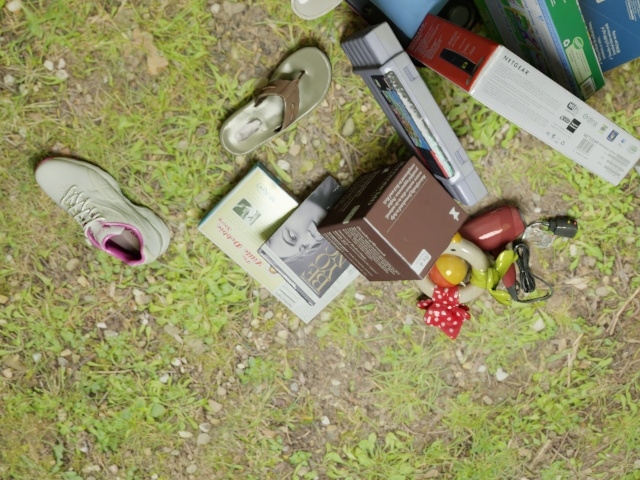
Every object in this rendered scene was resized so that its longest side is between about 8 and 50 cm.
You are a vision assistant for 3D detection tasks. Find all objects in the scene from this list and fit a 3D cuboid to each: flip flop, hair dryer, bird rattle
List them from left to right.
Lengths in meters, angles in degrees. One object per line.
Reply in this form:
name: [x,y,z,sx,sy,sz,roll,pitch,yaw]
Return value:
flip flop: [-0.089,-0.264,1.215,0.277,0.080,0.112,-37,107,12]
bird rattle: [0.283,0.077,1.304,0.207,0.143,0.253,44,137,-12]
hair dryer: [0.392,0.032,1.332,0.294,0.080,0.223,14,112,-4]

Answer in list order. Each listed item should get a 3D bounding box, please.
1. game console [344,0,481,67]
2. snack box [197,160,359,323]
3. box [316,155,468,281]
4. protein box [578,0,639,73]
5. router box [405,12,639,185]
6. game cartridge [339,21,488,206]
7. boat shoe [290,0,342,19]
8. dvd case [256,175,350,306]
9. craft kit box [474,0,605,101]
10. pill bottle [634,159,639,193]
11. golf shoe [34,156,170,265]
game console: [0.176,-0.528,1.073,0.387,0.060,0.342,33,109,-32]
snack box: [-0.080,0.009,1.328,0.187,0.060,0.322,-44,105,12]
box: [0.135,-0.034,1.211,0.167,0.203,0.168,45,68,-15]
protein box: [0.507,-0.422,1.131,0.201,0.136,0.199,-23,110,8]
router box: [0.341,-0.250,1.072,0.336,0.301,0.082,24,111,-24]
game cartridge: [0.166,-0.230,1.151,0.068,0.230,0.355,-34,107,5]
boat shoe: [0.048,-0.556,1.113,0.112,0.095,0.335,23,114,-27]
dvd case: [0.000,0.000,1.277,0.164,0.018,0.221,47,75,-14]
craft kit box: [0.349,-0.377,1.049,0.061,0.246,0.250,-40,129,3]
pill bottle: [0.731,-0.091,1.265,0.124,0.124,0.221,-34,108,12]
golf shoe: [-0.449,-0.059,1.260,0.306,0.140,0.115,35,108,-11]
